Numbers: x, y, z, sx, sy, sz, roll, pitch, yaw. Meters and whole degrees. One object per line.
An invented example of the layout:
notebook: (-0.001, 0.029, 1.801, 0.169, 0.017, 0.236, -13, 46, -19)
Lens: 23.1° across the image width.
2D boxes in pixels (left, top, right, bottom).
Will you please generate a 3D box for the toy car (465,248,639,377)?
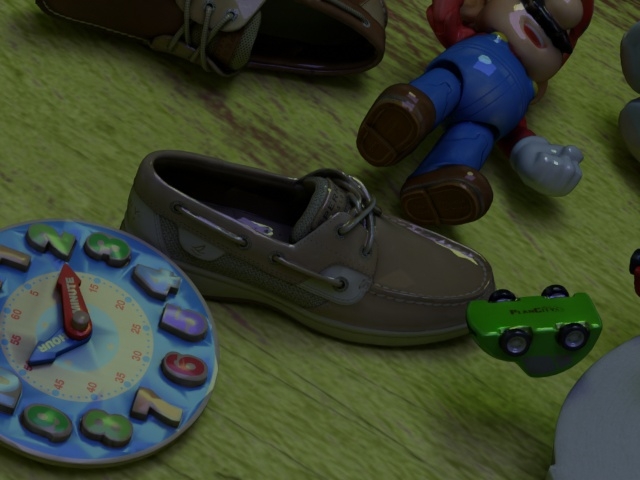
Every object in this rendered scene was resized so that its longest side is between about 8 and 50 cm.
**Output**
toy car: (0.218, 0.066, 1.159, 0.224, 0.053, 0.239, -4, 30, -5)

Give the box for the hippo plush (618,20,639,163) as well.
hippo plush: (0.429, -0.146, 1.432, 0.236, 0.294, 0.234, 3, 11, -32)

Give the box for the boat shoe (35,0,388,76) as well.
boat shoe: (-0.085, -0.210, 1.381, 0.324, 0.123, 0.120, 1, 48, -20)

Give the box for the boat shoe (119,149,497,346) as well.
boat shoe: (0.000, 0.000, 1.205, 0.302, 0.098, 0.109, 13, 42, -8)

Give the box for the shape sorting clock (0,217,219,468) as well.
shape sorting clock: (-0.170, 0.066, 1.098, 0.206, 0.040, 0.206, 9, 50, -11)

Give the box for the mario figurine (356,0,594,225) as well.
mario figurine: (0.163, -0.160, 1.376, 0.170, 0.198, 0.320, 12, 42, 24)

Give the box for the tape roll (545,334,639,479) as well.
tape roll: (0.350, 0.182, 1.086, 0.391, 0.072, 0.392, 1, 32, 0)
